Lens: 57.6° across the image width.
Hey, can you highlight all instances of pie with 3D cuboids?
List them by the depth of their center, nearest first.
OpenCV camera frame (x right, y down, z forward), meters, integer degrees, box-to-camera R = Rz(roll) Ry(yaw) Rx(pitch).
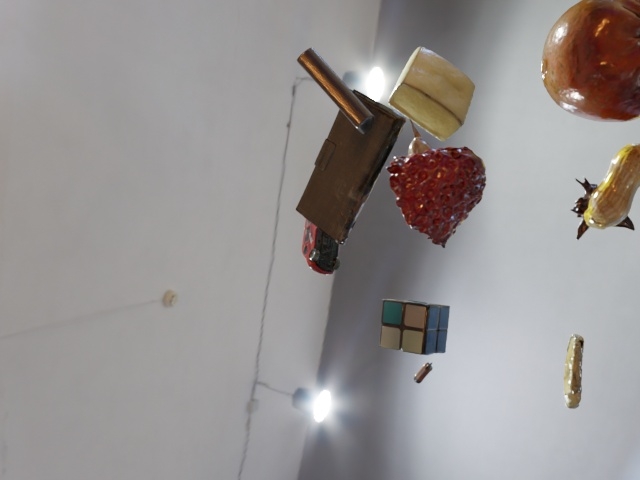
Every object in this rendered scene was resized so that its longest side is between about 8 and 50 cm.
[{"bbox_3d":[0.907,0.469,2.087,0.274,0.055,0.274,5,-90,-69],"label":"pie"}]

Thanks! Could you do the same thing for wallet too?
[{"bbox_3d":[0.063,-0.166,1.315,0.044,0.169,0.317,-1,-58,-51],"label":"wallet"}]

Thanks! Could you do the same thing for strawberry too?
[{"bbox_3d":[0.272,-0.117,1.269,0.234,0.178,0.234,28,-135,-32],"label":"strawberry"}]

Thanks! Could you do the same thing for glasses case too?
[{"bbox_3d":[0.031,-0.291,1.138,0.042,0.190,0.072,-41,-8,4],"label":"glasses case"}]

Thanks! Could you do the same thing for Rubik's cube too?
[{"bbox_3d":[0.320,0.291,1.984,0.183,0.180,0.167,11,-96,-52],"label":"Rubik's cube"}]

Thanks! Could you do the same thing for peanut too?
[{"bbox_3d":[0.659,-0.116,1.283,0.087,0.087,0.206,-15,-48,-62],"label":"peanut"}]

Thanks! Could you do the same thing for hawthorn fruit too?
[{"bbox_3d":[0.584,-0.377,1.223,0.298,0.277,0.277,-19,49,68],"label":"hawthorn fruit"}]

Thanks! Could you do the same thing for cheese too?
[{"bbox_3d":[0.369,-0.486,1.910,0.124,0.242,0.265,-44,14,47],"label":"cheese"}]

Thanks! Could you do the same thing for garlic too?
[{"bbox_3d":[0.286,-0.230,1.611,0.128,0.090,0.198,63,-166,-51],"label":"garlic"}]

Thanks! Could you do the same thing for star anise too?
[{"bbox_3d":[0.648,-0.094,1.360,0.144,0.141,0.158,86,166,-55],"label":"star anise"}]

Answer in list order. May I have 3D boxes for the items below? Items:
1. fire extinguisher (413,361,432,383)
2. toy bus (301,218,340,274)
[{"bbox_3d":[0.248,0.316,1.396,0.028,0.022,0.083,-33,-23,-38],"label":"fire extinguisher"},{"bbox_3d":[0.000,0.000,1.507,0.081,0.089,0.195,23,-122,-30],"label":"toy bus"}]
